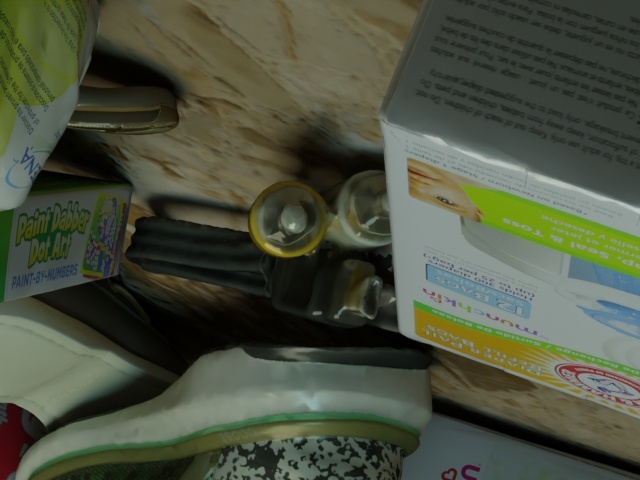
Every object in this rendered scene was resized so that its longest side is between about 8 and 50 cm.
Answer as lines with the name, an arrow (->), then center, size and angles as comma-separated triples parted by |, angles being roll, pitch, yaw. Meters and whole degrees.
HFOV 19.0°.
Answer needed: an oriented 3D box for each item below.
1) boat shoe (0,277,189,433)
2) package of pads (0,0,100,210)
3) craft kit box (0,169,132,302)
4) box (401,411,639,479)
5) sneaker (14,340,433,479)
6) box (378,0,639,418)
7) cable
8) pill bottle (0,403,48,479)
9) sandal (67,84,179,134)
boat shoe -> -0.154, 0.072, 1.234 | 0.109, 0.091, 0.305 | -24, 149, 14
package of pads -> -0.205, -0.126, 0.650 | 0.229, 0.101, 0.296 | 20, 165, 10
craft kit box -> -0.243, -0.021, 0.905 | 0.247, 0.061, 0.250 | 8, -175, 12
box -> 0.156, 0.222, 1.262 | 0.231, 0.126, 0.262 | 16, 164, 13
sneaker -> -0.079, 0.194, 1.168 | 0.158, 0.182, 0.410 | 12, 153, -28
box -> 0.090, -0.025, 0.586 | 0.114, 0.103, 0.203 | 19, 164, 9
cable -> 0.000, 0.000, 0.923 | 0.140, 0.072, 0.287 | 9, -179, -21
pill bottle -> -0.247, 0.170, 1.420 | 0.229, 0.229, 0.408 | 6, 158, 44
sandal -> -0.149, -0.077, 0.829 | 0.180, 0.049, 0.072 | 7, -177, -3
